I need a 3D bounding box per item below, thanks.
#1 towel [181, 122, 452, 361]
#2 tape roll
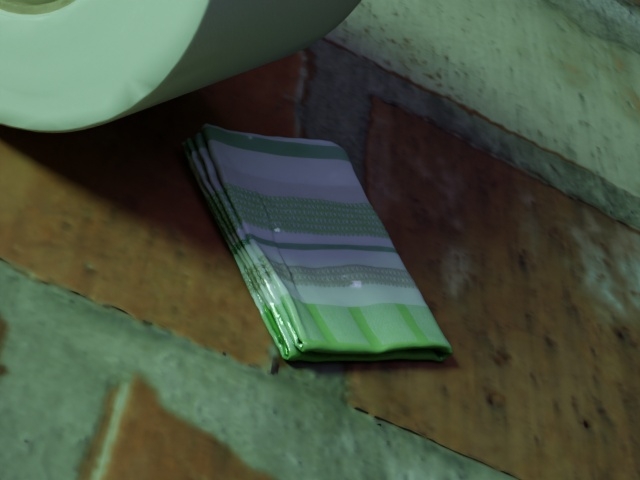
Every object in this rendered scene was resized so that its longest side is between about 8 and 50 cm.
[{"bbox_3d":[0.000,0.000,0.734,0.113,0.023,0.152,2,46,-38],"label":"towel"},{"bbox_3d":[-0.099,-0.189,0.681,0.246,0.246,0.169,44,35,12],"label":"tape roll"}]
